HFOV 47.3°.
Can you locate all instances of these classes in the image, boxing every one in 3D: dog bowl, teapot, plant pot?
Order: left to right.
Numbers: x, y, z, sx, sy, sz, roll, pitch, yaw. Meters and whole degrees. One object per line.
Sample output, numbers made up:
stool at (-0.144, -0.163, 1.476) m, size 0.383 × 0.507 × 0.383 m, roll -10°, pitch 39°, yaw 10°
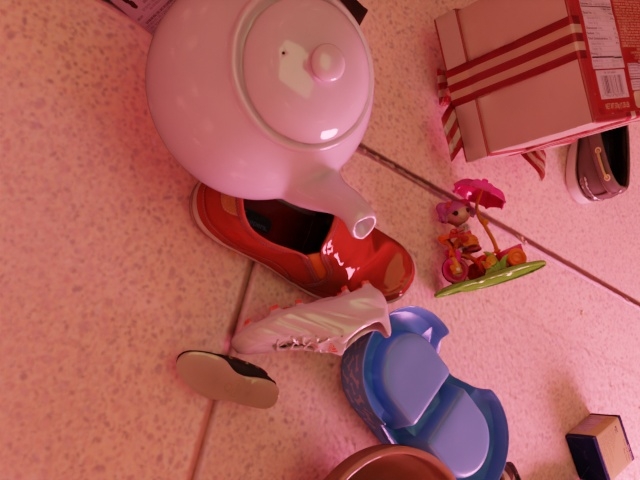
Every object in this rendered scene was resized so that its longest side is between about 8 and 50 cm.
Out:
teapot at (-0.040, -0.164, 0.715) m, size 0.256 × 0.187 × 0.253 m, roll 28°, pitch 76°, yaw -27°
plant pot at (0.059, 0.361, 0.883) m, size 0.237 × 0.109 × 0.237 m, roll 3°, pitch 85°, yaw -33°
dog bowl at (0.139, 0.221, 0.987) m, size 0.166 × 0.074 × 0.297 m, roll -48°, pitch 111°, yaw -30°

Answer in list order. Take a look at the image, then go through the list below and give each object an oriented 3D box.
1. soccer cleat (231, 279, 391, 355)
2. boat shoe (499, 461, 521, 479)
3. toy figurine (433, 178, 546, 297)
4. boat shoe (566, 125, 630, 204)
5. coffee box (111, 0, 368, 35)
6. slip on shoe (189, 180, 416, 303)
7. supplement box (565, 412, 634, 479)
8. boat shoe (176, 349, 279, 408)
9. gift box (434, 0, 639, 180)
soccer cleat at (-0.007, 0.108, 0.873) m, size 0.196 × 0.068 × 0.076 m, roll -16°, pitch 71°, yaw -15°
boat shoe at (0.295, 0.402, 1.081) m, size 0.049 × 0.056 × 0.152 m, roll -21°, pitch 95°, yaw -30°
toy figurine at (0.224, -0.012, 1.081) m, size 0.173 × 0.130 × 0.159 m, roll -14°, pitch 77°, yaw -12°
boat shoe at (0.503, -0.217, 1.298) m, size 0.109 × 0.091 × 0.305 m, roll 15°, pitch 74°, yaw -33°
coffee box at (-0.109, -0.294, 0.859) m, size 0.297 × 0.119 × 0.168 m, roll 37°, pitch 64°, yaw -25°
slip on shoe at (0.000, 0.000, 0.906) m, size 0.331 × 0.101 × 0.123 m, roll 26°, pitch 67°, yaw -31°
supplement box at (0.461, 0.341, 1.207) m, size 0.083 × 0.056 × 0.083 m, roll -24°, pitch 97°, yaw -35°
boat shoe at (-0.110, 0.157, 0.842) m, size 0.133 × 0.042 × 0.049 m, roll 26°, pitch 94°, yaw -29°
gift box at (0.326, -0.233, 1.073) m, size 0.255 × 0.258 × 0.276 m, roll -7°, pitch 88°, yaw -35°
